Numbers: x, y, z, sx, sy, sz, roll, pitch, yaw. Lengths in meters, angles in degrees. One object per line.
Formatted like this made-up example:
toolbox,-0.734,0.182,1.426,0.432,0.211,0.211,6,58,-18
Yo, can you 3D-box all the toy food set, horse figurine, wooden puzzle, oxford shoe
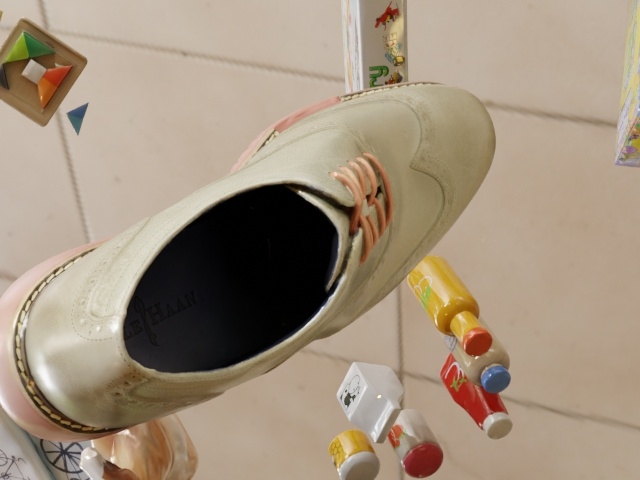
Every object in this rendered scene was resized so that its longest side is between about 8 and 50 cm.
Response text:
toy food set,0.095,0.139,1.034,0.111,0.104,0.232,12,117,-28
horse figurine,-0.142,0.133,0.883,0.174,0.066,0.263,58,172,14
wooden puzzle,-0.245,-0.143,1.026,0.116,0.014,0.079,27,99,-11
oxford shoe,0.000,0.000,0.726,0.146,0.397,0.140,-15,106,52

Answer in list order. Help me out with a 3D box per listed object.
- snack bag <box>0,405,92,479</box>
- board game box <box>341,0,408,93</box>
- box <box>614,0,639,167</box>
snack bag,-0.326,0.256,1.396,0.342,0.037,0.323,-13,117,21
board game box,0.055,-0.229,1.286,0.053,0.193,0.305,-5,122,-2
box,0.441,-0.209,1.126,0.289,0.279,0.177,7,168,7
